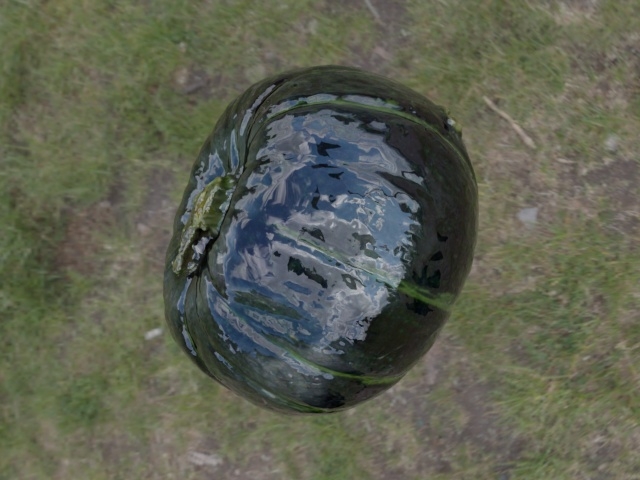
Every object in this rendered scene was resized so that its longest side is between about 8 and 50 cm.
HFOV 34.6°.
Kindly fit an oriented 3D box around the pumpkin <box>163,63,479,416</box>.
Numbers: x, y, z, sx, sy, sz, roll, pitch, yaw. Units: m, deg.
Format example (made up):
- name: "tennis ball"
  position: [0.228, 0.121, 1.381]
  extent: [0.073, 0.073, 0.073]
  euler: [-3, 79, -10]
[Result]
- name: "pumpkin"
  position: [0.000, 0.000, 0.921]
  extent: [0.323, 0.241, 0.323]
  euler: [-47, 29, 36]
